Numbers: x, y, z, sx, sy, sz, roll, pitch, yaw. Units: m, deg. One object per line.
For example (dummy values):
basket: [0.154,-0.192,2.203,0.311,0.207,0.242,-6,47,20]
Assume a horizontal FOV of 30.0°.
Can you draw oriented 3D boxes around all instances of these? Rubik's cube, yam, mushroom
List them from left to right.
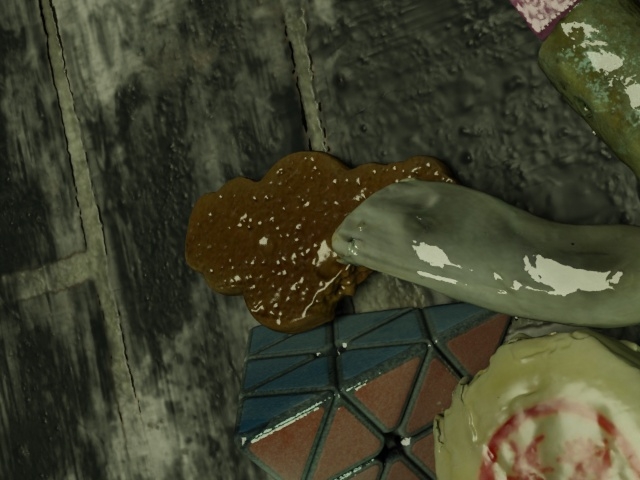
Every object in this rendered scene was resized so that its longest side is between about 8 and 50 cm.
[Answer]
Rubik's cube: [0.034,0.168,1.164,0.233,0.229,0.228,18,147,-5]
mushroom: [0.181,0.016,1.063,0.351,0.097,0.109,11,64,16]
yam: [0.283,-0.115,1.022,0.107,0.107,0.194,-45,70,24]

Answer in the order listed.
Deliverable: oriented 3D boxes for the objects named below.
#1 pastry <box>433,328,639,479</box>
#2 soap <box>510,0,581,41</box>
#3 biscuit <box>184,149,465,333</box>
pastry: [0.224,0.201,1.057,0.264,0.133,0.265,-2,87,33]
soap: [0.250,-0.319,1.050,0.259,0.081,0.181,-39,72,27]
biscuit: [0.002,-0.009,1.221,0.319,0.047,0.183,-23,70,24]
